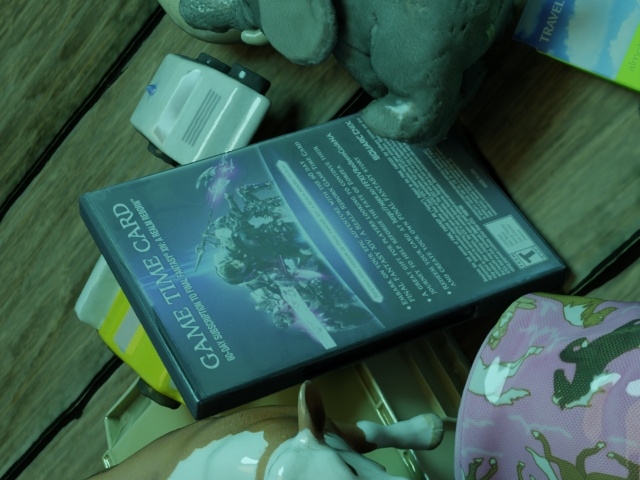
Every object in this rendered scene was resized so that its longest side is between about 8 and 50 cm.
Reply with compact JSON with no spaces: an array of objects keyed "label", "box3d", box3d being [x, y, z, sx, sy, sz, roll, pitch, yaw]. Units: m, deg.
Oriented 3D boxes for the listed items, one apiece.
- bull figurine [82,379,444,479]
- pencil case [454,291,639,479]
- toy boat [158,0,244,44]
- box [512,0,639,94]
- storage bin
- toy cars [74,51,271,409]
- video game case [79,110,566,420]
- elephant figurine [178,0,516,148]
[{"label":"bull figurine","box3d":[-0.038,0.155,0.807,0.310,0.188,0.101,-20,69,40]},{"label":"pencil case","box3d":[0.250,0.128,0.721,0.386,0.160,0.167,9,71,47]},{"label":"toy boat","box3d":[-0.063,-0.325,1.096,0.267,0.148,0.318,-16,105,41]},{"label":"box","box3d":[0.218,-0.149,0.891,0.178,0.042,0.109,31,103,44]},{"label":"storage bin","box3d":[-0.015,0.161,1.002,0.262,0.123,0.260,-48,52,27]},{"label":"toy cars","box3d":[-0.122,-0.034,1.066,0.176,0.087,0.394,-40,33,38]},{"label":"video game case","box3d":[0.000,0.000,0.936,0.196,0.274,0.026,55,153,36]},{"label":"elephant figurine","box3d":[0.007,-0.177,0.960,0.239,0.169,0.186,32,108,9]}]
